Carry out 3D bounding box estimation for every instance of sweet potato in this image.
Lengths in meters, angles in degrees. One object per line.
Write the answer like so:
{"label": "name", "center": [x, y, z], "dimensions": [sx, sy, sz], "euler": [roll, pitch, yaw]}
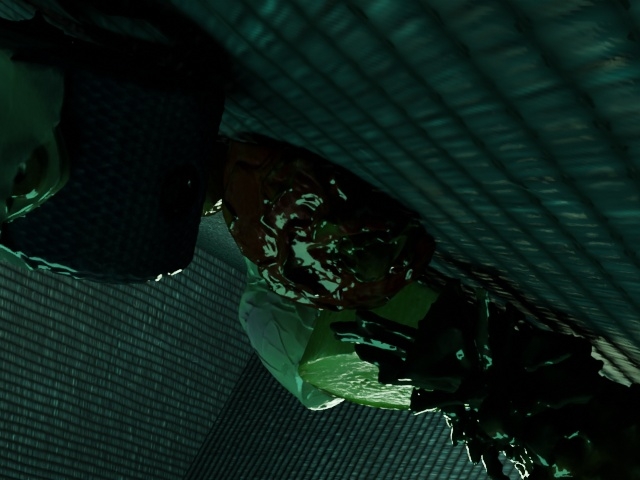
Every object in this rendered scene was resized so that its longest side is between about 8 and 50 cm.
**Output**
{"label": "sweet potato", "center": [-0.097, -0.048, 0.647], "dimensions": [0.058, 0.055, 0.202], "euler": [32, 174, -18]}

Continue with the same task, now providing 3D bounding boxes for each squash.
{"label": "squash", "center": [0.096, 0.102, 0.719], "dimensions": [0.220, 0.133, 0.220], "euler": [25, 168, 5]}

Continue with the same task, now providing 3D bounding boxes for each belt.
{"label": "belt", "center": [-0.152, -0.071, 0.424], "dimensions": [0.230, 0.126, 0.140], "euler": [24, -164, 32]}

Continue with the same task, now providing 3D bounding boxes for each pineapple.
{"label": "pineapple", "center": [0.165, 0.132, 0.575], "dimensions": [0.340, 0.169, 0.169], "euler": [37, 173, -1]}

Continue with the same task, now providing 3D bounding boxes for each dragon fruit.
{"label": "dragon fruit", "center": [0.000, 0.000, 0.511], "dimensions": [0.162, 0.083, 0.106], "euler": [33, 171, -10]}

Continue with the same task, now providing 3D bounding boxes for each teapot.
{"label": "teapot", "center": [-0.028, 0.091, 0.976], "dimensions": [0.178, 0.163, 0.221], "euler": [34, 177, 33]}
